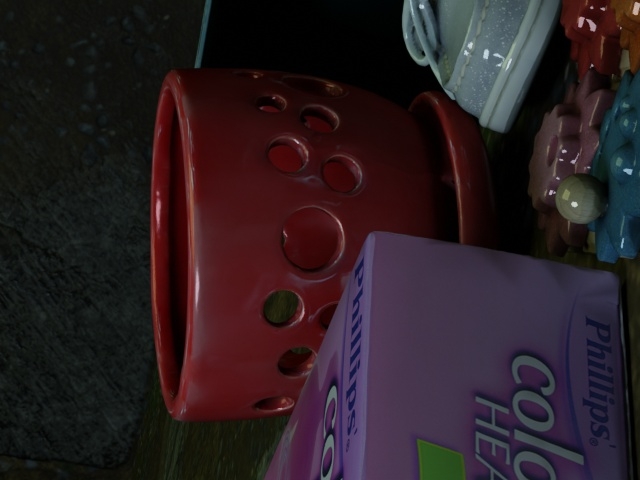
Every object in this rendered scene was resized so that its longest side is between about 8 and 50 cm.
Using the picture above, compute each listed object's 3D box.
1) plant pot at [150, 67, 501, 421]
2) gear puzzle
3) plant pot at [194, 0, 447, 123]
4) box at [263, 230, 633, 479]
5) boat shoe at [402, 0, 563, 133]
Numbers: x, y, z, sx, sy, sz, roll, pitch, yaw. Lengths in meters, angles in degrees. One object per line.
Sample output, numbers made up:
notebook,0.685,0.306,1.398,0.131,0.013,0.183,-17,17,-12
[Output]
plant pot,0.000,0.000,1.057,0.191,0.174,0.191,178,90,-81
gear puzzle,0.142,-0.159,0.842,0.175,0.044,0.339,-168,88,-81
plant pot,0.001,-0.096,1.277,0.234,0.165,0.165,114,165,-79
box,0.043,0.157,0.865,0.243,0.117,0.213,113,164,-52
boat shoe,0.074,-0.179,1.087,0.320,0.103,0.118,-90,14,-45
